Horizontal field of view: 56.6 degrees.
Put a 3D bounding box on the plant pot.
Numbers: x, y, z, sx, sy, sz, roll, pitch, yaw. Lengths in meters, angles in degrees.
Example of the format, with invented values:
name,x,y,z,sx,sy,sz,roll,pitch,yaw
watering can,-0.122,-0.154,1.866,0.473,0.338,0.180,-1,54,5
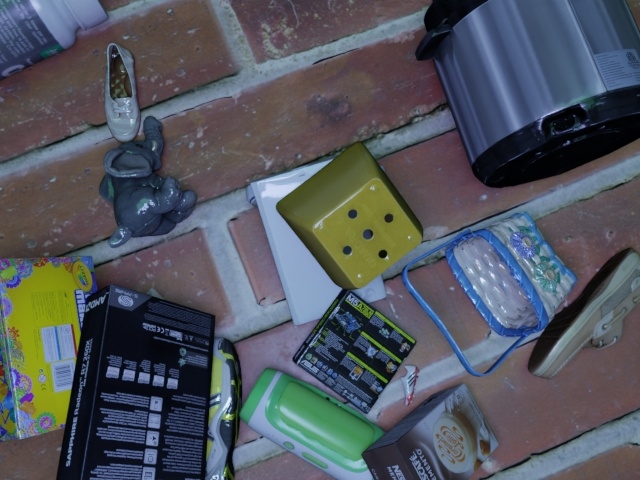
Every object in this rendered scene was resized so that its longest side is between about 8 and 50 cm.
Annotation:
name,x,y,z,sx,sy,sz,roll,pitch,yaw
plant pot,0.068,-0.031,1.086,0.212,0.187,0.212,-38,105,1

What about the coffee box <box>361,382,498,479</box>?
name,x,y,z,sx,sy,sz,roll,pitch,yaw
coffee box,0.210,0.391,1.110,0.246,0.098,0.141,-22,80,-45

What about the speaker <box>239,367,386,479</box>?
name,x,y,z,sx,sy,sz,roll,pitch,yaw
speaker,-0.005,0.368,1.160,0.296,0.131,0.131,29,82,3

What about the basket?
name,x,y,z,sx,sy,sz,roll,pitch,yaw
basket,0.331,0.088,1.172,0.289,0.201,0.255,-34,84,-16

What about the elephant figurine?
name,x,y,z,sx,sy,sz,roll,pitch,yaw
elephant figurine,-0.380,-0.130,1.221,0.169,0.186,0.239,-41,79,17

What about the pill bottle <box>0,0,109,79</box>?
name,x,y,z,sx,sy,sz,roll,pitch,yaw
pill bottle,-0.647,-0.463,1.232,0.361,0.204,0.204,-28,83,-5

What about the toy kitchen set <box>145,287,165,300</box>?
name,x,y,z,sx,sy,sz,roll,pitch,yaw
toy kitchen set,-0.403,0.221,1.206,0.122,0.166,0.207,50,120,6

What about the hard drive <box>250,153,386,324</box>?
name,x,y,z,sx,sy,sz,roll,pitch,yaw
hard drive,0.000,0.000,1.202,0.203,0.040,0.308,-17,105,-4

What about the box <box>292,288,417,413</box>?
name,x,y,z,sx,sy,sz,roll,pitch,yaw
box,0.071,0.222,1.201,0.190,0.045,0.184,37,80,-14

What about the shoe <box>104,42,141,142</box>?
name,x,y,z,sx,sy,sz,roll,pitch,yaw
shoe,-0.436,-0.320,1.288,0.076,0.058,0.219,-6,81,-2

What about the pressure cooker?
name,x,y,z,sx,sy,sz,roll,pitch,yaw
pressure cooker,0.417,-0.353,1.150,0.375,0.370,0.421,-24,77,32

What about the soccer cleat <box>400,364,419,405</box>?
name,x,y,z,sx,sy,sz,roll,pitch,yaw
soccer cleat,0.180,0.298,1.226,0.035,0.029,0.083,13,78,9

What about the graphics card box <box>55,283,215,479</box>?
name,x,y,z,sx,sy,sz,roll,pitch,yaw
graphics card box,-0.305,0.282,1.019,0.094,0.232,0.371,-23,57,38

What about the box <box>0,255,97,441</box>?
name,x,y,z,sx,sy,sz,roll,pitch,yaw
box,-0.543,0.201,1.080,0.279,0.177,0.290,-17,80,37

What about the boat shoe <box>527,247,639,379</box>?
name,x,y,z,sx,sy,sz,roll,pitch,yaw
boat shoe,0.562,0.166,1.208,0.110,0.121,0.341,44,82,6

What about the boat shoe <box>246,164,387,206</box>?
name,x,y,z,sx,sy,sz,roll,pitch,yaw
boat shoe,-0.002,-0.095,1.240,0.302,0.109,0.094,-8,78,-5

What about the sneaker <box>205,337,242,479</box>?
name,x,y,z,sx,sy,sz,roll,pitch,yaw
sneaker,-0.235,0.378,1.146,0.147,0.145,0.385,6,78,2
